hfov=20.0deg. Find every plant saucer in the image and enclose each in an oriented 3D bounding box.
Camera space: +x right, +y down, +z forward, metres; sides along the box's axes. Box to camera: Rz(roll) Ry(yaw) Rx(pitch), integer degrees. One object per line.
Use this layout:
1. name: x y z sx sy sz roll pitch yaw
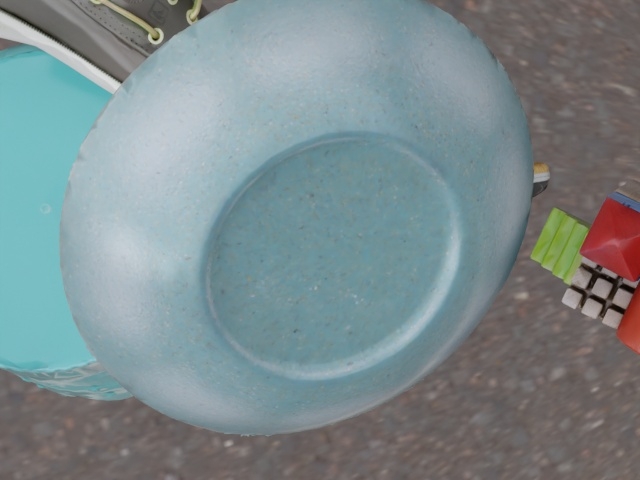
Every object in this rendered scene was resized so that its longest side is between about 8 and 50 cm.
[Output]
1. plant saucer: 0.000 0.000 0.690 0.195 0.195 0.037 -58 32 13

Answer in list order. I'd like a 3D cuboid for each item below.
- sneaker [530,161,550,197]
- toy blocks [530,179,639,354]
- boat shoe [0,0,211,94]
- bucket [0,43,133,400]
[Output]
1. sneaker: 0.059 -0.007 0.747 0.083 0.032 0.037 -22 101 -15
2. toy blocks: 0.328 0.066 1.353 0.381 0.261 0.191 27 102 12
3. boat shoe: -0.137 -0.163 1.269 0.305 0.109 0.091 25 118 -21
4. bucket: -0.184 -0.013 1.400 0.281 0.183 0.281 -1 82 10
